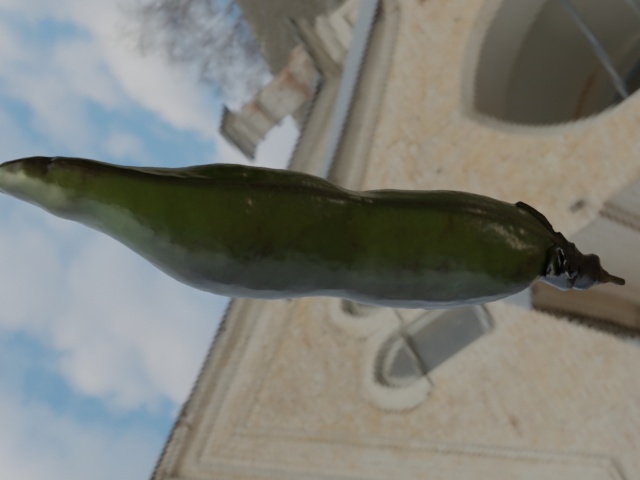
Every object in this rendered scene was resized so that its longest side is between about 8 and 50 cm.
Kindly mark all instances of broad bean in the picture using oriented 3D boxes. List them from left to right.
[{"bbox_3d":[0.000,0.000,0.696,0.338,0.077,0.061,5,-124,-17],"label":"broad bean"}]
